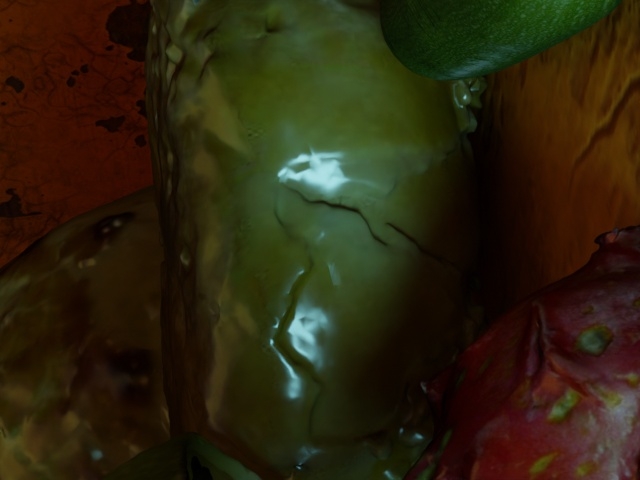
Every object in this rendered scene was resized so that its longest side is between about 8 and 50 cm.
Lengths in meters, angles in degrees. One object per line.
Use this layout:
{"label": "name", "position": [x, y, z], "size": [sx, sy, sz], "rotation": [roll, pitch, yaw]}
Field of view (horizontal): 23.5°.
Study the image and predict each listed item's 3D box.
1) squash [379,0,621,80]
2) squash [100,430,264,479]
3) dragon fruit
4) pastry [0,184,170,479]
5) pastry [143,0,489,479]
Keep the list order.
{"label": "squash", "position": [0.065, -0.093, 0.518], "size": [0.252, 0.066, 0.066], "rotation": [-177, 79, -83]}
{"label": "squash", "position": [0.047, 0.190, 0.448], "size": [0.309, 0.233, 0.210], "rotation": [-10, 43, 56]}
{"label": "dragon fruit", "position": [0.068, 0.075, 0.511], "size": [0.153, 0.110, 0.153], "rotation": [173, 90, -79]}
{"label": "pastry", "position": [-0.097, 0.142, 1.072], "size": [0.388, 0.312, 0.389], "rotation": [175, 90, -87]}
{"label": "pastry", "position": [0.000, 0.000, 0.752], "size": [0.255, 0.161, 0.311], "rotation": [152, 112, -81]}
